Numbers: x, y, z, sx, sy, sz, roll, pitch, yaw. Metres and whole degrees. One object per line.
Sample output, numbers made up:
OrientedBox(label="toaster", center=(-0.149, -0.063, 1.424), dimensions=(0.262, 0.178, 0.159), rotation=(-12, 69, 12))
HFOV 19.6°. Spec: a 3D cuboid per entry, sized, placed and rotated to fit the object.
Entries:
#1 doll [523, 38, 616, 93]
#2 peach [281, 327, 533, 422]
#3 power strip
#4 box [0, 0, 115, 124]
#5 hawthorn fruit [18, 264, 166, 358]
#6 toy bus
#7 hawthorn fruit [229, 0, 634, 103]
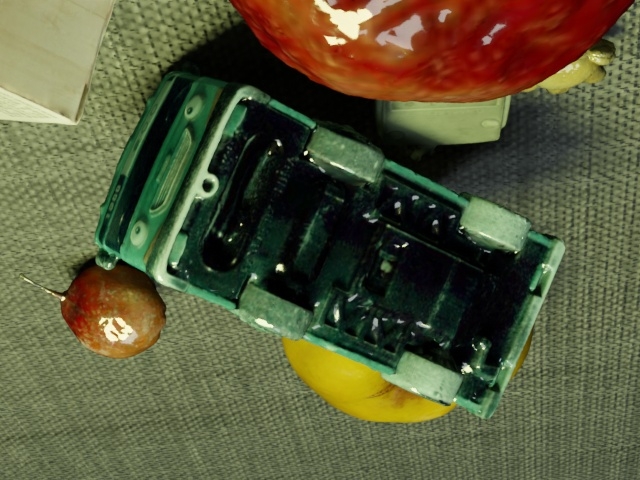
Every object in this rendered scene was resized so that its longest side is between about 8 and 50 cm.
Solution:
OrientedBox(label="doll", center=(0.138, -0.096, 1.046), dimensions=(0.061, 0.051, 0.093), rotation=(-17, 152, 11))
OrientedBox(label="peach", center=(0.064, 0.062, 1.288), dimensions=(0.179, 0.103, 0.179), rotation=(-1, 151, 0))
OrientedBox(label="power strip", center=(0.067, -0.132, 0.970), dimensions=(0.078, 0.052, 0.272), rotation=(-3, 152, -1))
OrientedBox(label="box", center=(-0.214, -0.123, 0.868), dimensions=(0.135, 0.081, 0.199), rotation=(6, 165, 46))
OrientedBox(label="hawthorn fruit", center=(-0.158, 0.045, 1.266), dimensions=(0.103, 0.067, 0.067), rotation=(10, 149, -22))
OrientedBox(label="toy bus", center=(0.000, 0.000, 1.078), dimensions=(0.256, 0.128, 0.147), rotation=(25, 178, -34))
OrientedBox(label="hawthorn fruit", center=(0.060, -0.190, 0.709), dimensions=(0.230, 0.210, 0.266), rotation=(29, 126, -26))
